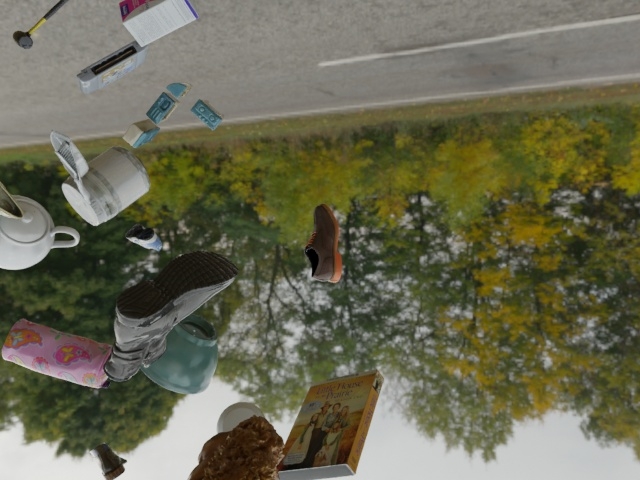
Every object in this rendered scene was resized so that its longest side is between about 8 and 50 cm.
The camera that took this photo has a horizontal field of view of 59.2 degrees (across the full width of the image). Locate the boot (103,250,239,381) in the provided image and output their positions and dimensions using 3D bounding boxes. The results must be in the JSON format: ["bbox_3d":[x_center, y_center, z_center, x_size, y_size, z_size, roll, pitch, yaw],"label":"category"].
[{"bbox_3d":[-0.346,0.165,1.293,0.118,0.223,0.338,40,-143,21],"label":"boot"}]

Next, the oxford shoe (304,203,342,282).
[{"bbox_3d":[0.000,0.000,1.795,0.098,0.271,0.097,5,150,-25],"label":"oxford shoe"}]

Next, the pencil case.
[{"bbox_3d":[-0.695,0.305,1.518,0.284,0.124,0.124,16,-177,-3],"label":"pencil case"}]

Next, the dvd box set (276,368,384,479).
[{"bbox_3d":[0.037,0.639,1.964,0.307,0.062,0.420,-20,-158,31],"label":"dvd box set"}]

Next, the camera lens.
[{"bbox_3d":[-0.820,-0.217,2.183,0.219,0.219,0.274,3,-140,48],"label":"camera lens"}]

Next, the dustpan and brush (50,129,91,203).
[{"bbox_3d":[-0.682,-0.195,1.567,0.147,0.211,0.060,23,-121,43],"label":"dustpan and brush"}]

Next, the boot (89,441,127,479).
[{"bbox_3d":[-0.647,0.657,1.719,0.082,0.106,0.219,-27,-179,-26],"label":"boot"}]

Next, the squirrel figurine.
[{"bbox_3d":[-0.271,0.661,1.489,0.281,0.397,0.370,44,-151,15],"label":"squirrel figurine"}]

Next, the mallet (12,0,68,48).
[{"bbox_3d":[-0.739,-0.584,1.505,0.062,0.190,0.039,47,178,39],"label":"mallet"}]

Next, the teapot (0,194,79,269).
[{"bbox_3d":[-0.927,-0.039,1.741,0.187,0.252,0.256,-27,-171,39],"label":"teapot"}]

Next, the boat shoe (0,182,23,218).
[{"bbox_3d":[-0.687,-0.099,1.189,0.048,0.056,0.153,20,150,22],"label":"boat shoe"}]

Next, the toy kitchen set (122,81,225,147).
[{"bbox_3d":[-0.391,-0.307,1.526,0.166,0.207,0.122,41,-163,-9],"label":"toy kitchen set"}]

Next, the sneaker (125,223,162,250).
[{"bbox_3d":[-0.681,-0.007,2.169,0.080,0.081,0.211,-48,-142,-19],"label":"sneaker"}]

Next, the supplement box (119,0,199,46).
[{"bbox_3d":[-0.527,-0.749,1.837,0.220,0.111,0.114,-25,150,7],"label":"supplement box"}]

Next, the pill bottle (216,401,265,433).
[{"bbox_3d":[-0.268,0.641,1.926,0.169,0.169,0.301,-2,161,-9],"label":"pill bottle"}]

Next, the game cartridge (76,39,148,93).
[{"bbox_3d":[-0.809,-0.678,2.206,0.297,0.062,0.198,-37,-173,-17],"label":"game cartridge"}]

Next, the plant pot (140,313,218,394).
[{"bbox_3d":[-0.492,0.387,2.055,0.293,0.196,0.293,30,-168,-7],"label":"plant pot"}]
